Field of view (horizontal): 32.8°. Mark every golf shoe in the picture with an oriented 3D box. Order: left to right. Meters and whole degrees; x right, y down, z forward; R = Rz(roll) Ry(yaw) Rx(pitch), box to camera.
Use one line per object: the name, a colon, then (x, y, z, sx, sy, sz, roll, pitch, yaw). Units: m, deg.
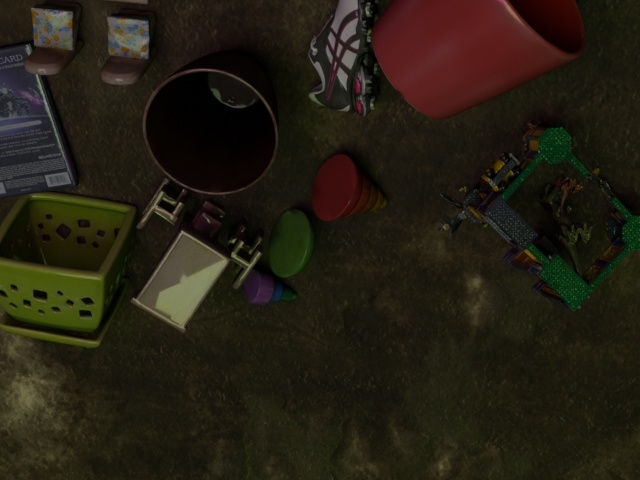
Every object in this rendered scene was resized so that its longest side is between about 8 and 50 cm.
golf shoe: (0.036, -0.333, 1.777, 0.120, 0.105, 0.273, 7, 121, 12)

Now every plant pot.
plant pot: (-0.472, 0.063, 2.013, 0.227, 0.228, 0.207, 9, 126, 3)
plant pot: (-0.159, -0.224, 1.791, 0.215, 0.230, 0.215, 4, 121, 6)
plant pot: (0.229, -0.330, 1.670, 0.275, 0.275, 0.243, 43, 126, -17)

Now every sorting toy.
sorting toy: (0.000, 0.000, 1.995, 0.126, 0.127, 0.365, 14, 130, -35)

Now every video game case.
video game case: (-0.568, -0.211, 1.967, 0.196, 0.026, 0.274, -7, 114, 12)

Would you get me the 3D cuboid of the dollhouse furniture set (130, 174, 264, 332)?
dollhouse furniture set: (-0.235, 0.028, 1.938, 0.212, 0.242, 0.161, 32, 107, -11)

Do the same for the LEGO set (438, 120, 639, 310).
LEGO set: (0.387, -0.045, 1.884, 0.331, 0.192, 0.255, 35, 89, -16)

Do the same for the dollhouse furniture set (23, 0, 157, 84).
dollhouse furniture set: (-0.471, -0.433, 1.699, 0.394, 0.256, 0.362, 6, 121, 5)
